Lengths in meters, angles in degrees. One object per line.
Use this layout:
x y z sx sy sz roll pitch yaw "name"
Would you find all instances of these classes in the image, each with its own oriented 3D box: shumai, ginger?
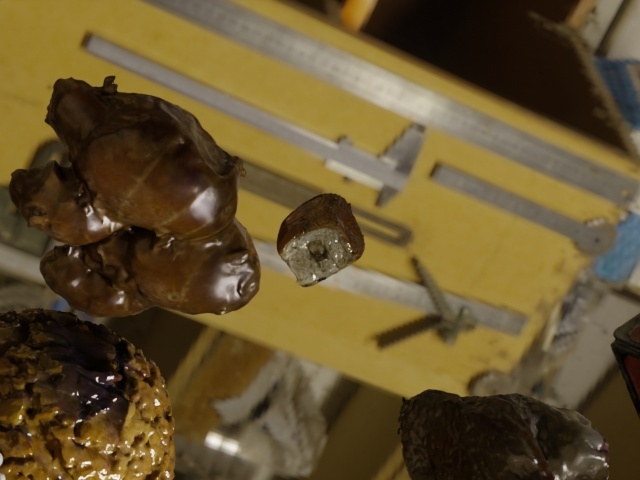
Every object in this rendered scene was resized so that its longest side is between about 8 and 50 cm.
0.221 0.269 1.609 0.218 0.185 0.184 11 -88 48 "shumai"
-0.226 -0.043 1.708 0.152 0.274 0.357 -84 165 -52 "ginger"

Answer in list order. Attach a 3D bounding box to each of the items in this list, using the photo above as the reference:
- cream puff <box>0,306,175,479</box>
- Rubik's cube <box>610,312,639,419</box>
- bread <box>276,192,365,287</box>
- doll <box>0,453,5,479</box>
-0.320 0.221 1.621 0.343 0.327 0.231 -28 154 -58 "cream puff"
0.473 0.147 1.312 0.255 0.260 0.259 -42 -127 44 "Rubik's cube"
-0.001 -0.001 1.495 0.083 0.077 0.070 -27 -168 18 "bread"
-0.156 0.131 0.587 0.081 0.207 0.129 -42 164 3 "doll"
